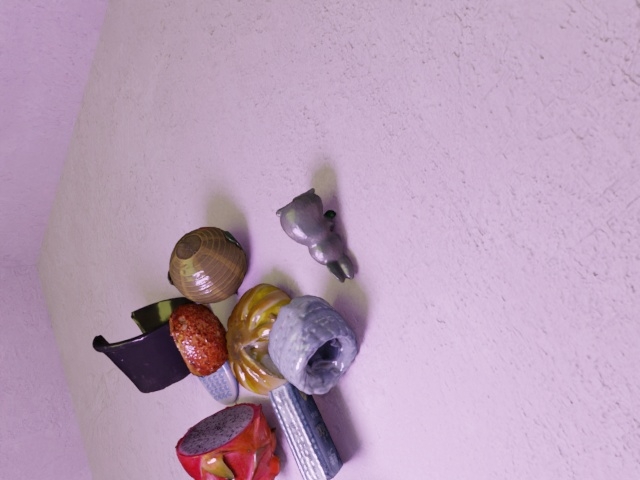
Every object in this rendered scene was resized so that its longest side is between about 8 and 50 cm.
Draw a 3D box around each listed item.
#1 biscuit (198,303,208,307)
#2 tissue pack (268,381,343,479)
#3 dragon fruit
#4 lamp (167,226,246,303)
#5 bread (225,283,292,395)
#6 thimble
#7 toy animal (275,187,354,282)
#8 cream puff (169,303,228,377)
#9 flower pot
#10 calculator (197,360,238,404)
[{"bbox_3d":[-0.395,0.311,2.005,0.188,0.052,0.056,58,145,26],"label":"biscuit"},{"bbox_3d":[-0.039,0.496,1.484,0.081,0.185,0.257,-28,76,6],"label":"tissue pack"},{"bbox_3d":[-0.260,0.653,1.707,0.305,0.305,0.226,-10,107,50],"label":"dragon fruit"},{"bbox_3d":[-0.340,0.092,1.805,0.250,0.284,0.250,-16,49,19],"label":"lamp"},{"bbox_3d":[-0.180,0.291,1.664,0.333,0.160,0.333,6,98,51],"label":"bread"},{"bbox_3d":[-0.024,0.265,1.439,0.172,0.204,0.250,41,151,38],"label":"thimble"},{"bbox_3d":[-0.002,0.001,1.464,0.127,0.125,0.251,-30,86,19],"label":"toy animal"},{"bbox_3d":[-0.374,0.308,1.775,0.240,0.163,0.240,52,157,33],"label":"cream puff"},{"bbox_3d":[-0.597,0.394,2.074,0.379,0.379,0.251,-4,109,50],"label":"flower pot"},{"bbox_3d":[-0.381,0.428,1.952,0.188,0.042,0.303,-30,86,45],"label":"calculator"}]
